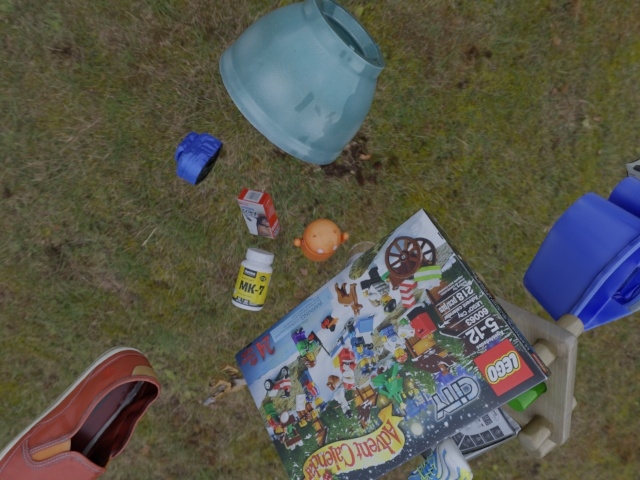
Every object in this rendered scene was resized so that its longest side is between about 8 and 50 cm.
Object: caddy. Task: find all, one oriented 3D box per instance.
[{"bbox_3d":[0.554,0.048,0.908,0.241,0.179,0.341,-19,142,-20],"label":"caddy"}]

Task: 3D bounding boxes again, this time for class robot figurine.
[{"bbox_3d":[-0.002,0.001,1.615,0.158,0.219,0.128,30,74,-1],"label":"robot figurine"}]

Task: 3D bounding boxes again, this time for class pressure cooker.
[{"bbox_3d":[0.441,0.432,1.436,0.420,0.375,0.370,-31,142,8],"label":"pressure cooker"}]

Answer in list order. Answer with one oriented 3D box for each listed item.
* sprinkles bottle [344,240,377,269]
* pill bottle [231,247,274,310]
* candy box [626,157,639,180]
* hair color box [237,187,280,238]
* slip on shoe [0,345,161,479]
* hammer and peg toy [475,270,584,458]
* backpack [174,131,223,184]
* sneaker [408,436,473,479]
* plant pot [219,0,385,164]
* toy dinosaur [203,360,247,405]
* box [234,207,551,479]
[{"bbox_3d":[0.117,0.121,1.329,0.121,0.355,0.121,4,114,8],"label":"sprinkles bottle"},{"bbox_3d":[-0.243,0.139,1.739,0.119,0.119,0.209,14,96,-11],"label":"pill bottle"},{"bbox_3d":[0.752,-0.145,0.918,0.233,0.159,0.071,-23,114,-2],"label":"candy box"},{"bbox_3d":[-0.192,-0.082,1.500,0.093,0.053,0.167,13,147,20],"label":"hair color box"},{"bbox_3d":[-0.347,0.298,0.649,0.331,0.101,0.123,-53,136,-24],"label":"slip on shoe"},{"bbox_3d":[0.318,0.244,0.861,0.127,0.266,0.361,-31,126,-24],"label":"hammer and peg toy"},{"bbox_3d":[-0.320,-0.206,1.214,0.101,0.120,0.098,26,144,-8],"label":"backpack"},{"bbox_3d":[0.253,0.507,1.028,0.126,0.091,0.240,-26,137,-4],"label":"sneaker"},{"bbox_3d":[-0.007,-0.315,0.878,0.293,0.293,0.196,41,124,-15],"label":"plant pot"},{"bbox_3d":[-0.196,0.336,1.134,0.211,0.064,0.112,-21,134,19],"label":"toy dinosaur"},{"bbox_3d":[0.046,0.107,0.415,0.233,0.044,0.159,-40,63,18],"label":"box"}]
